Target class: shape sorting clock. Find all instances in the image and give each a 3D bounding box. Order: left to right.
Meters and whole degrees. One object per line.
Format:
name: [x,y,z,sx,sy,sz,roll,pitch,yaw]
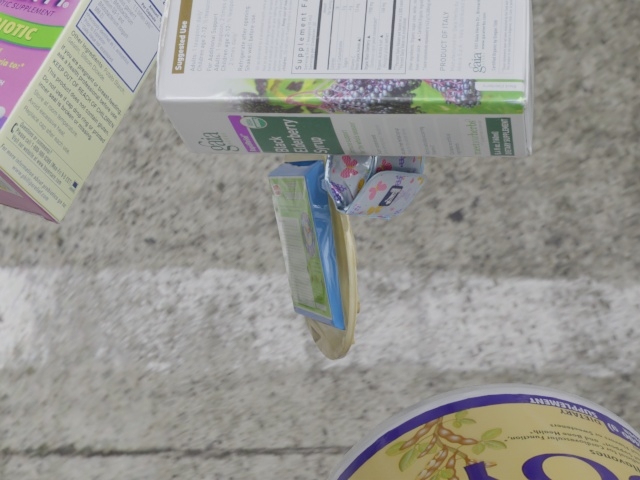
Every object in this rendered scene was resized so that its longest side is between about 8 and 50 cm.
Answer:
shape sorting clock: [0.000,0.000,1.236,0.040,0.206,0.206,-12,81,-13]

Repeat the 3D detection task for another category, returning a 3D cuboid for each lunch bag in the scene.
lunch bag: [0.042,-0.057,1.044,0.071,0.053,0.083,7,94,-52]

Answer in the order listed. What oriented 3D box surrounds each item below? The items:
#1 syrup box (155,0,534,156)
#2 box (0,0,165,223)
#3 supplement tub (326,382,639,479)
syrup box: [0.019,-0.113,0.941,0.236,0.093,0.096,0,71,10]
box: [-0.277,-0.166,1.275,0.213,0.117,0.243,17,69,32]
supplement tub: [0.116,0.241,0.740,0.241,0.331,0.241,-1,108,-4]
